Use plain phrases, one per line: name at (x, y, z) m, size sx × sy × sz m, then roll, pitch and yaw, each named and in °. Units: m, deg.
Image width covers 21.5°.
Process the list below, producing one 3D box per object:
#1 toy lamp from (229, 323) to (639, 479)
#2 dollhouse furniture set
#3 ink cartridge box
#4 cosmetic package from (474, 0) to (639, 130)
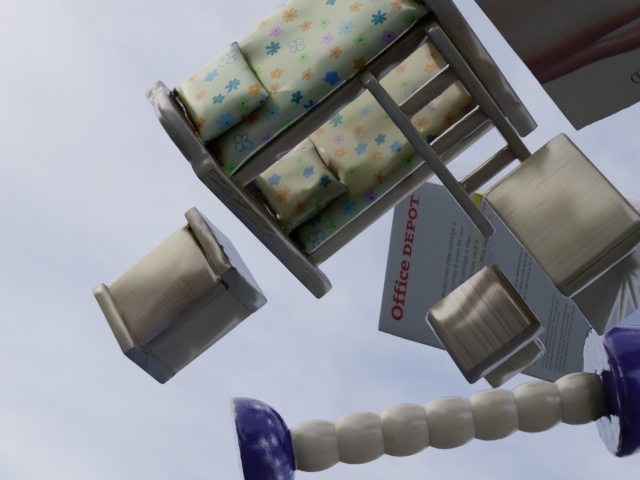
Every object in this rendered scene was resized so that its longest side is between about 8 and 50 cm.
toy lamp at (0.089, 0.097, 0.943) m, size 0.275 × 0.080 × 0.080 m, roll -9°, pitch -38°, yaw -7°
dollhouse furniture set at (0.000, 0.000, 0.606) m, size 0.101 × 0.182 × 0.161 m, roll 47°, pitch 6°, yaw -46°
ink cartridge box at (0.153, 0.021, 1.284) m, size 0.176 × 0.127 × 0.128 m, roll 16°, pitch -74°, yaw 29°
cosmetic package at (0.160, -0.241, 1.156) m, size 0.153 × 0.129 × 0.296 m, roll -28°, pitch -68°, yaw 40°
